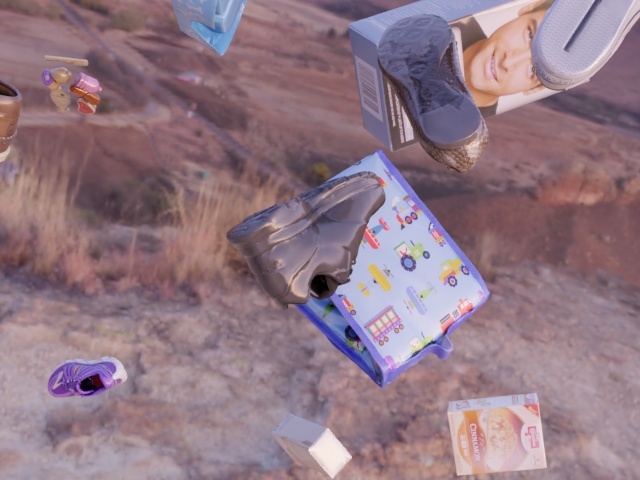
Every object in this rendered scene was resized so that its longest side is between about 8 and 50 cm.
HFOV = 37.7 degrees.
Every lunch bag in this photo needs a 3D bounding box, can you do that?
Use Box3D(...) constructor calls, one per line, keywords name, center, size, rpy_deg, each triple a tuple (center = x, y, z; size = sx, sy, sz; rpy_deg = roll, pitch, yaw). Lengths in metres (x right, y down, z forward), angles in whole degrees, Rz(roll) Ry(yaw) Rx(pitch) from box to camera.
Box3D(name="lunch bag", center=(0.089, 0.050, 1.339), size=(0.221, 0.138, 0.293), rpy_deg=(-34, 72, -29))

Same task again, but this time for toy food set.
Box3D(name="toy food set", center=(-0.321, -0.194, 1.220), size=(0.077, 0.019, 0.122), rpy_deg=(6, -25, 1))

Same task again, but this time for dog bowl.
Box3D(name="dog bowl", center=(-0.153, -0.375, 1.353), size=(0.074, 0.166, 0.297), rpy_deg=(20, -5, -1))

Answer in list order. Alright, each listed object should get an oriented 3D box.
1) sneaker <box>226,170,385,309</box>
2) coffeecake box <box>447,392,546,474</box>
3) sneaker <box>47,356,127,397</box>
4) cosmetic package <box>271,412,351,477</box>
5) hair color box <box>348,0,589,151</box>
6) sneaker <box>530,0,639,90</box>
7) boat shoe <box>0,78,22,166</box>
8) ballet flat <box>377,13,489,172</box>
Box3D(name="sneaker", center=(0.000, 0.000, 1.155), size=(0.109, 0.130, 0.286), rpy_deg=(-23, 4, 39))
Box3D(name="coffeecake box", center=(0.366, 0.402, 1.945), size=(0.185, 0.142, 0.068), rpy_deg=(-8, 10, 11))
Box3D(name="sneaker", center=(-0.424, 0.247, 1.651), size=(0.169, 0.068, 0.071), rpy_deg=(-17, 13, 29))
Box3D(name="cosmetic package", center=(-0.014, 0.278, 1.276), size=(0.060, 0.041, 0.115), rpy_deg=(52, -22, -18))
Box3D(name="hair color box", center=(0.245, -0.299, 1.502), size=(0.374, 0.185, 0.113), rpy_deg=(-21, 35, -15))
Box3D(name="sneaker", center=(0.280, -0.254, 0.883), size=(0.094, 0.258, 0.091), rpy_deg=(40, 0, 4))
Box3D(name="boat shoe", center=(-0.362, -0.170, 0.821), size=(0.257, 0.095, 0.095), rpy_deg=(38, 23, 3))
Box3D(name="ballet flat", center=(0.113, -0.147, 0.921), size=(0.084, 0.058, 0.250), rpy_deg=(-22, 41, 6))
